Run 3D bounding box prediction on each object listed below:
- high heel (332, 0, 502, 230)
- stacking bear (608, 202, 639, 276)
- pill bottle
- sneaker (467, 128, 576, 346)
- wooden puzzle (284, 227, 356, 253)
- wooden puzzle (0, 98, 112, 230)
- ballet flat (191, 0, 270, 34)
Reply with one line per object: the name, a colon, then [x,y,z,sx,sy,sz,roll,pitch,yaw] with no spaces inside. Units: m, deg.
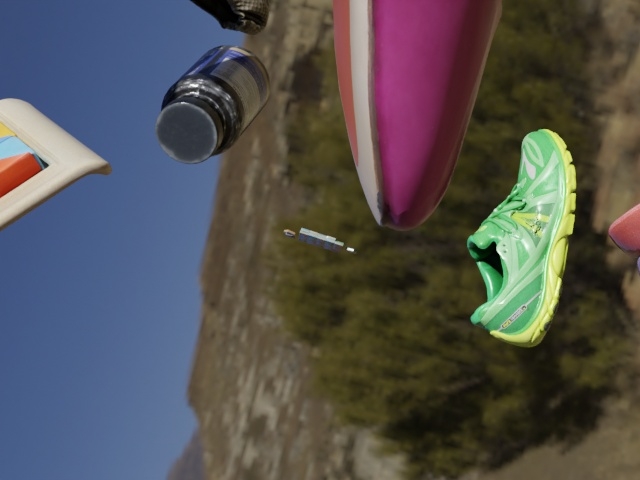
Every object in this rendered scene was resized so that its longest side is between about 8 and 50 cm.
high heel: [0.101,-0.188,0.585,0.127,0.181,0.377,-176,90,-86]
stacking bear: [0.372,0.079,1.127,0.289,0.164,0.175,63,-172,11]
pill bottle: [-0.159,-0.195,2.020,0.219,0.123,0.123,-59,-15,-59]
sneaker: [0.254,-0.014,1.775,0.109,0.123,0.295,105,177,-69]
wooden puzzle: [0.000,0.000,1.533,0.049,0.083,0.006,105,-178,-80]
wooden puzzle: [-0.313,-0.041,1.134,0.221,0.239,0.044,33,149,55]
ballet flat: [-0.165,-0.330,1.702,0.084,0.250,0.058,-25,38,45]
